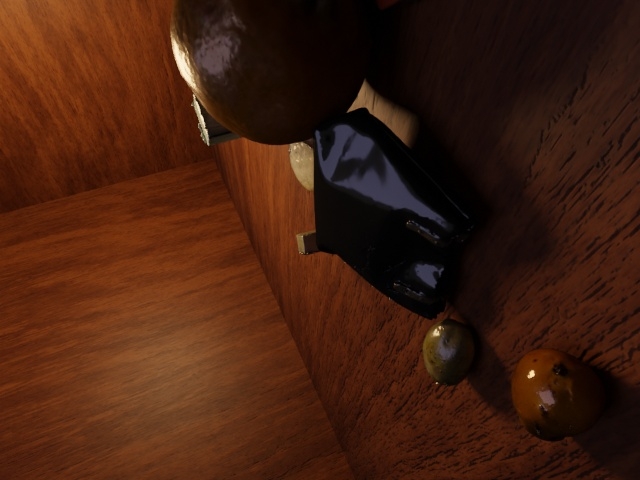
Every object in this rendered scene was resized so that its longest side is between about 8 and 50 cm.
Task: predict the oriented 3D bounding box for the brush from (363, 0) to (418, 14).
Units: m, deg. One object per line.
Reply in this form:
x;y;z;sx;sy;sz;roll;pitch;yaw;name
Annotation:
0.124;-0.335;0.506;0.323;0.051;0.070;-151;47;-66;brush

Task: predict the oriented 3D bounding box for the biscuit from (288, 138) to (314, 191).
-0.043;-0.226;1.182;0.188;0.040;0.265;70;164;-4;biscuit

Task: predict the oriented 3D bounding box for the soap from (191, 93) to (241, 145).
-0.216;-0.368;1.191;0.094;0.262;0.150;156;96;-77;soap

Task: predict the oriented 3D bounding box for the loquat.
-0.072;-0.318;0.695;0.328;0.329;0.328;161;90;-73;loquat

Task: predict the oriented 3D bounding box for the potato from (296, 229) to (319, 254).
-0.002;0.000;1.159;0.086;0.122;0.061;-173;72;-70;potato

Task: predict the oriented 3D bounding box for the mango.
0.280;0.196;0.536;0.159;0.084;0.105;91;160;-49;mango

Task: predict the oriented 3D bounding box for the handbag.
0.118;-0.031;0.720;0.288;0.152;0.342;47;156;31;handbag

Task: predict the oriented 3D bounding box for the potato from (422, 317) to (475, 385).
0.220;0.197;0.749;0.091;0.070;0.137;52;155;45;potato
